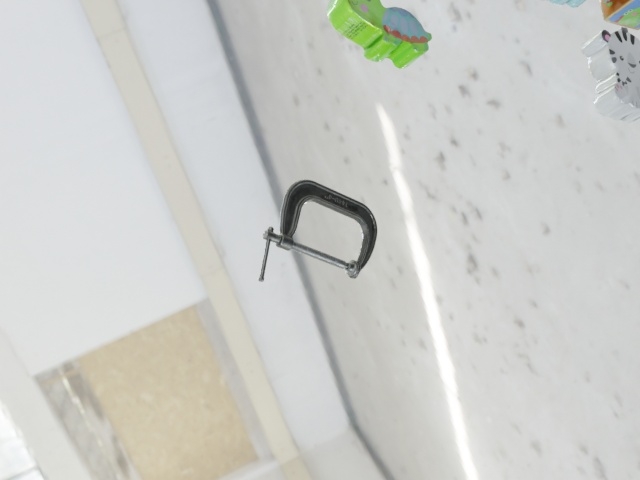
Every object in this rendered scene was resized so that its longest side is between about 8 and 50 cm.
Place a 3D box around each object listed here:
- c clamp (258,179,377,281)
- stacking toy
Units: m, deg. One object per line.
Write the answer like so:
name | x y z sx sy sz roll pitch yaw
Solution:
c clamp | 0.000 0.000 1.083 0.022 0.161 0.137 -18 62 54
stacking toy | 0.133 -0.124 0.404 0.167 0.221 0.052 -34 56 54
